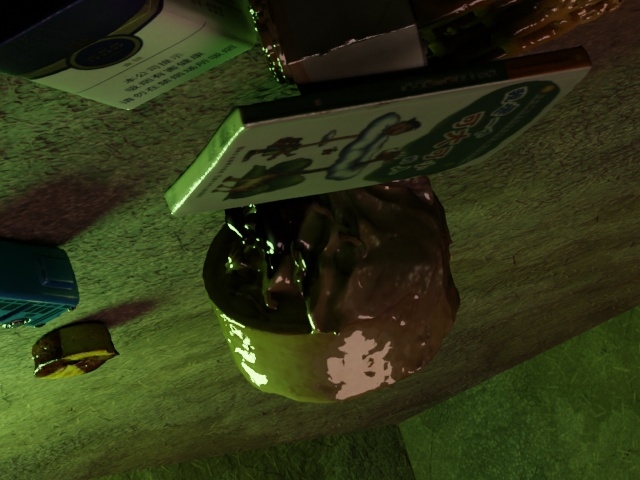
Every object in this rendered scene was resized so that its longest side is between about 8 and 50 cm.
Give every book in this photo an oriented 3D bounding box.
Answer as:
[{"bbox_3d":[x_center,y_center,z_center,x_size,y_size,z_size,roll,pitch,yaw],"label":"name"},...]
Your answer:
[{"bbox_3d":[0.052,-0.104,1.713,0.371,0.043,0.260,-12,168,-23],"label":"book"}]

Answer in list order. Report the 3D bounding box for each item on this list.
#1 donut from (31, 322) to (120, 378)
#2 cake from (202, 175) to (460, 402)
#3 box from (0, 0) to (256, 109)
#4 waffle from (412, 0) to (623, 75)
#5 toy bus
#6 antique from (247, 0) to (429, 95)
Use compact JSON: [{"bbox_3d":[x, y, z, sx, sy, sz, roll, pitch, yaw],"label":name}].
[{"bbox_3d":[-0.387,0.174,2.716,0.140,0.059,0.140,-16,166,-4],"label":"donut"},{"bbox_3d":[-0.001,-0.005,2.179,0.332,0.332,0.321,-17,128,-3],"label":"cake"},{"bbox_3d":[-0.191,-0.196,1.562,0.168,0.071,0.259,-24,165,24],"label":"box"},{"bbox_3d":[0.137,-0.237,1.750,0.327,0.098,0.224,-20,167,13],"label":"waffle"},{"bbox_3d":[-0.393,0.055,2.213,0.106,0.090,0.184,-27,163,25],"label":"toy bus"},{"bbox_3d":[0.010,-0.217,1.577,0.148,0.147,0.152,-16,166,4],"label":"antique"}]
